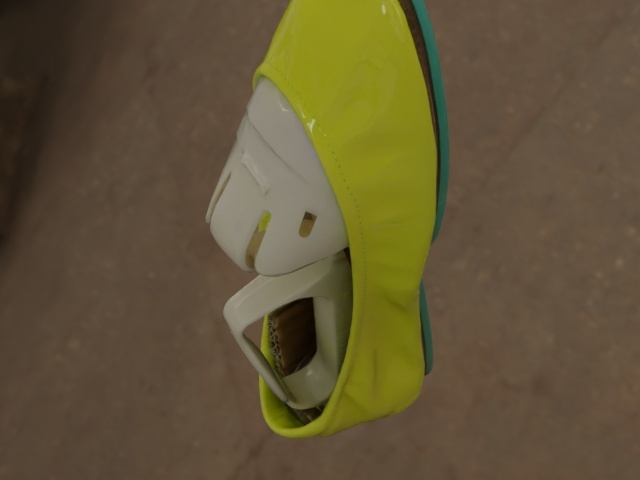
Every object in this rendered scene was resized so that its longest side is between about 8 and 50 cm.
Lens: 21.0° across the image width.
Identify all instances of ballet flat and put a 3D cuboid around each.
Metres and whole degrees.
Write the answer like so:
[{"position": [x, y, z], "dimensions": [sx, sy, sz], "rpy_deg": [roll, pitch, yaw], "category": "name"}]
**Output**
[{"position": [0.000, 0.000, 0.602], "dimensions": [0.077, 0.231, 0.077], "rpy_deg": [-26, 56, -16], "category": "ballet flat"}]
